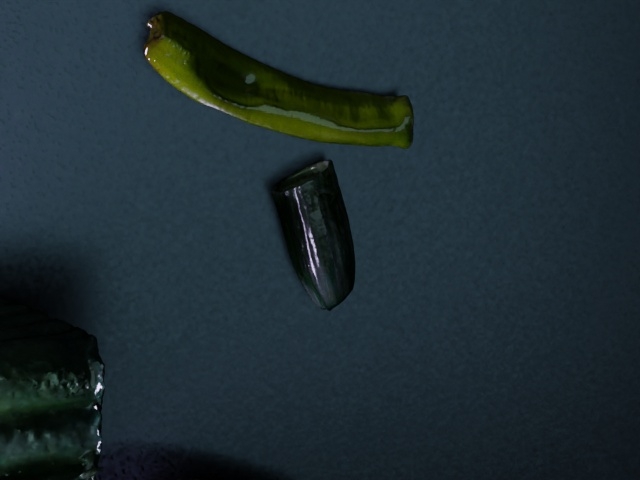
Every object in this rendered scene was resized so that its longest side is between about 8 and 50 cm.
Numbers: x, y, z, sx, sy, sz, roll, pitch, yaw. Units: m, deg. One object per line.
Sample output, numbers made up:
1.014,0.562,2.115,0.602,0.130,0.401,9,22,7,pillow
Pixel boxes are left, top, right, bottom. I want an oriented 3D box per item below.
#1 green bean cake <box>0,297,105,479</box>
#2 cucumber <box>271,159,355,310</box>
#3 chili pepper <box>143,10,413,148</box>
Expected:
-0.221,0.142,1.249,0.107,0.208,0.193,-1,97,-34,green bean cake
0.000,0.000,1.343,0.048,0.048,0.105,-16,102,-5,cucumber
-0.031,-0.102,1.321,0.202,0.050,0.051,17,81,-13,chili pepper
